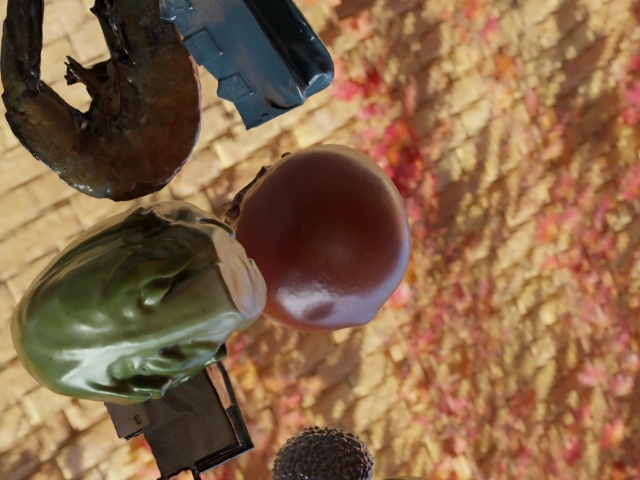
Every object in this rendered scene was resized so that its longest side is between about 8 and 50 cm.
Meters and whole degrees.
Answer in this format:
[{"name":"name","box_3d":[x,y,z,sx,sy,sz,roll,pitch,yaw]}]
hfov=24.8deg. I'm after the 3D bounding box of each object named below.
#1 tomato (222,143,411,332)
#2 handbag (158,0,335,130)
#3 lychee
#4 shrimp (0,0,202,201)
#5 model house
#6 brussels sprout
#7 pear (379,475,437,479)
[{"name":"tomato","box_3d":[0.000,0.000,2.419,0.322,0.321,0.321,-21,-161,8]},{"name":"handbag","box_3d":[-0.097,-0.240,1.630,0.062,0.229,0.179,-41,-168,-30]},{"name":"lychee","box_3d":[-0.005,0.382,2.365,0.197,0.165,0.165,-14,-159,38]},{"name":"shrimp","box_3d":[-0.277,-0.265,1.747,0.272,0.445,0.085,-12,-175,-38]},{"name":"model house","box_3d":[-0.217,0.221,2.139,0.178,0.271,0.206,-28,175,2]},{"name":"brussels sprout","box_3d":[-0.233,0.085,1.854,0.328,0.247,0.328,-27,-166,7]},{"name":"pear","box_3d":[0.126,0.412,1.980,0.200,0.200,0.200,-21,-161,8]}]
